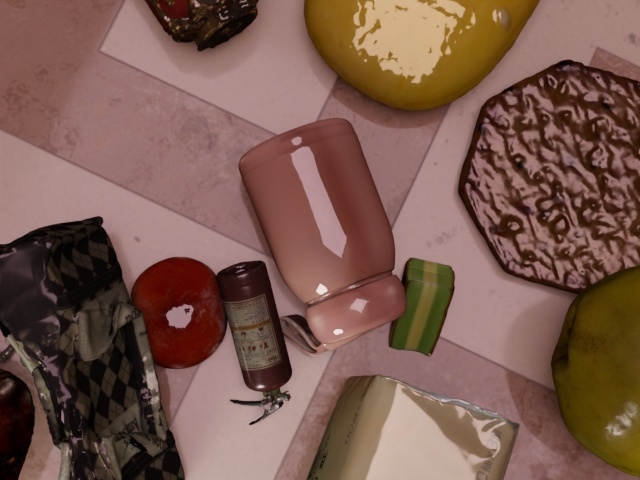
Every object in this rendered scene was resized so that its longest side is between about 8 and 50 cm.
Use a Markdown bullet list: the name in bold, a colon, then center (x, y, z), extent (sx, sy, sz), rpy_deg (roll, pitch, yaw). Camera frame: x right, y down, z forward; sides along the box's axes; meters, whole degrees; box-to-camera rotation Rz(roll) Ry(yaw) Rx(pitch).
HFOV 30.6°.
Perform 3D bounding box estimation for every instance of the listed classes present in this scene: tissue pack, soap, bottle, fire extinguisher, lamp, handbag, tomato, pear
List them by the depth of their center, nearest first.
- **handbag**: center (-0.296, 0.185, 1.471), extent (0.180, 0.317, 0.416), rpy_deg (-18, 96, -1)
- **tissue pack**: center (0.069, 0.384, 1.492), extent (0.205, 0.332, 0.404), rpy_deg (22, 81, -2)
- **pear**: center (0.483, 0.188, 1.580), extent (0.375, 0.287, 0.287), rpy_deg (20, 82, -14)
- **fire extinguisher**: center (-0.096, 0.147, 1.626), extent (0.099, 0.071, 0.231), rpy_deg (-8, 104, 17)
- **bottle**: center (0.000, 0.000, 1.629), extent (0.206, 0.173, 0.296), rpy_deg (-23, 86, 25)
- **tomato**: center (-0.200, 0.097, 1.633), extent (0.139, 0.091, 0.159), rpy_deg (-5, 81, -7)
- **lamp**: center (-0.196, -0.409, 1.663), extent (0.177, 0.177, 0.274), rpy_deg (-32, 83, -7)
- **soap**: center (0.170, -0.391, 1.706), extent (0.306, 0.115, 0.427), rpy_deg (39, 83, -2)

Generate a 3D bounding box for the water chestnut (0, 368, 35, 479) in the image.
- **water chestnut**: center (-0.522, 0.250, 1.521), extent (0.289, 0.289, 0.244), rpy_deg (3, 51, -3)

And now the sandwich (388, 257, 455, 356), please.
- **sandwich**: center (0.145, 0.096, 1.697), extent (0.074, 0.074, 0.116), rpy_deg (14, 114, -2)

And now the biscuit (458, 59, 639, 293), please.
- **biscuit**: center (0.380, -0.092, 1.715), extent (0.359, 0.046, 0.359), rpy_deg (0, 84, -3)

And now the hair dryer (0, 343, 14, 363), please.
- **hair dryer**: center (-0.393, 0.092, 1.645), extent (0.100, 0.057, 0.197), rpy_deg (39, 88, 4)
